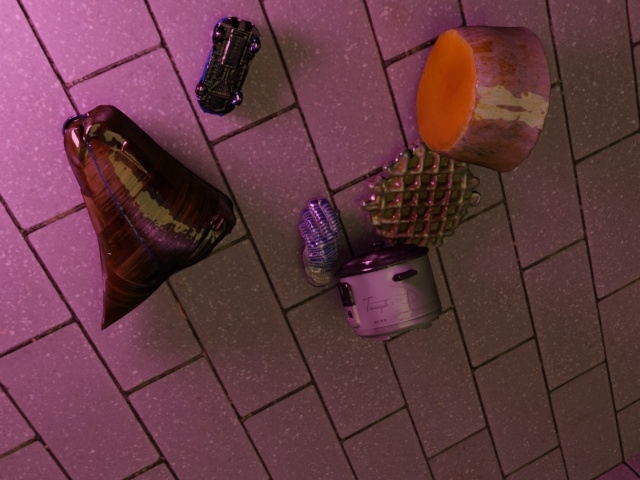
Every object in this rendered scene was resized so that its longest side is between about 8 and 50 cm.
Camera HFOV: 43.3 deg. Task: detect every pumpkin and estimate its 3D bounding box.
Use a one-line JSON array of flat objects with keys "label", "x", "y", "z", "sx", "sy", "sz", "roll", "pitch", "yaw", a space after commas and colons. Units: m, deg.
[{"label": "pumpkin", "x": 0.348, "y": -0.319, "z": 1.822, "sx": 0.199, "sy": 0.332, "sz": 0.332, "roll": -1, "pitch": 115, "yaw": -15}]

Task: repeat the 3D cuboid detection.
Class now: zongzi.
[{"label": "zongzi", "x": -0.454, "y": -0.034, "z": 1.704, "sx": 0.432, "sy": 0.207, "sz": 0.403, "roll": -40, "pitch": 119, "yaw": 14}]

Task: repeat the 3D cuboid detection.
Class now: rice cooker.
[{"label": "rice cooker", "x": 0.165, "y": 0.112, "z": 1.971, "sx": 0.241, "sy": 0.280, "sz": 0.226, "roll": -15, "pitch": 92, "yaw": -15}]

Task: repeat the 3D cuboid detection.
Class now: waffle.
[{"label": "waffle", "x": 0.257, "y": -0.110, "z": 2.029, "sx": 0.292, "sy": 0.056, "sz": 0.309, "roll": -46, "pitch": 124, "yaw": 4}]

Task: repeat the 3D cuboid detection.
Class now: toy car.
[{"label": "toy car", "x": -0.200, "y": -0.367, "z": 1.704, "sx": 0.103, "sy": 0.063, "sz": 0.216, "roll": 11, "pitch": 116, "yaw": -26}]

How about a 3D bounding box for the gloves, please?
[{"label": "gloves", "x": 0.004, "y": 0.004, "z": 1.968, "sx": 0.119, "sy": 0.097, "sz": 0.229, "roll": -29, "pitch": 123, "yaw": -44}]
